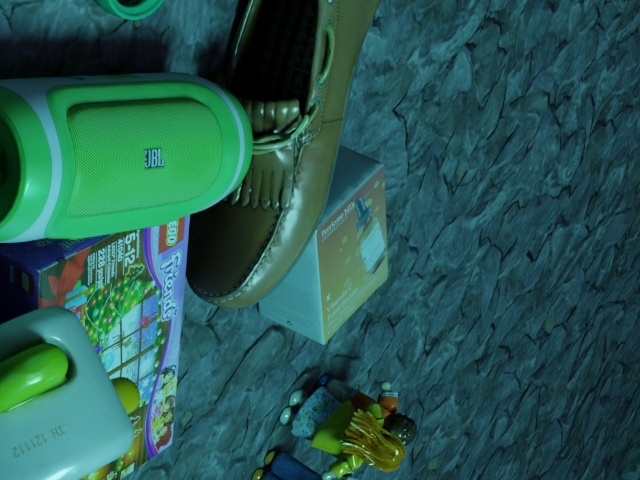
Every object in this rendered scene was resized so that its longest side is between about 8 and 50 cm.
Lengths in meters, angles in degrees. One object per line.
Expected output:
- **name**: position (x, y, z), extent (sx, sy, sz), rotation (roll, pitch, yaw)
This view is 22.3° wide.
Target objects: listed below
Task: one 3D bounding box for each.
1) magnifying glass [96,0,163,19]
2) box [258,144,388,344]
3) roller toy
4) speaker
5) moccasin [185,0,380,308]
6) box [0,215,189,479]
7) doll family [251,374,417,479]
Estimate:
- **magnifying glass**: position (-0.179, -0.253, 1.302), extent (0.092, 0.026, 0.231), rotation (-62, 154, -8)
- **box**: position (0.000, 0.000, 1.741), extent (0.130, 0.091, 0.170), rotation (-45, 146, -34)
- **roller toy**: position (-0.251, 0.153, 1.283), extent (0.191, 0.146, 0.209), rotation (-28, 177, 8)
- **speaker**: position (-0.182, -0.072, 1.328), extent (0.296, 0.131, 0.131), rotation (-12, 122, -57)
- **moccasin**: position (-0.046, -0.120, 1.516), extent (0.147, 0.139, 0.380), rotation (11, 105, -56)
- **box**: position (-0.210, 0.105, 1.490), extent (0.201, 0.057, 0.293), rotation (-32, 138, -47)
- **doll family**: position (0.012, 0.277, 1.901), extent (0.263, 0.163, 0.118), rotation (-63, 153, -5)
